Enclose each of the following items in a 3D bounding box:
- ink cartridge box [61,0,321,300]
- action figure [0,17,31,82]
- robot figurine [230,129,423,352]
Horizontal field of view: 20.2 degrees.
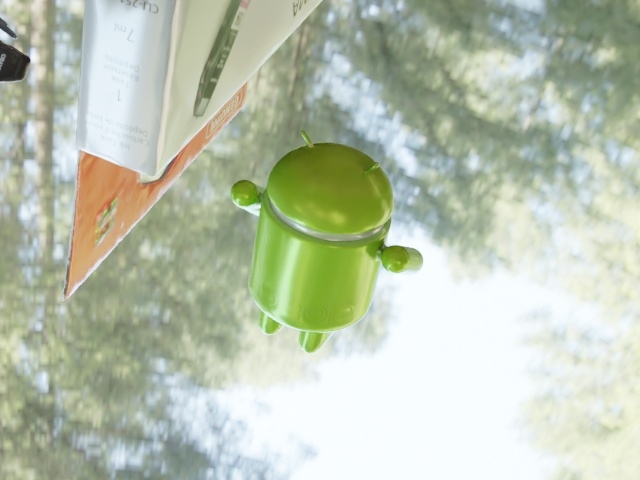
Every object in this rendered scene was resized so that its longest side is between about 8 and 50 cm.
[{"bbox_3d":[-0.065,-0.115,1.106,0.060,0.239,0.275,19,-143,14],"label":"ink cartridge box"},{"bbox_3d":[-0.301,-0.219,1.335,0.099,0.185,0.285,-3,-150,-29],"label":"action figure"},{"bbox_3d":[0.000,0.000,0.921,0.101,0.115,0.067,24,-144,17],"label":"robot figurine"}]
